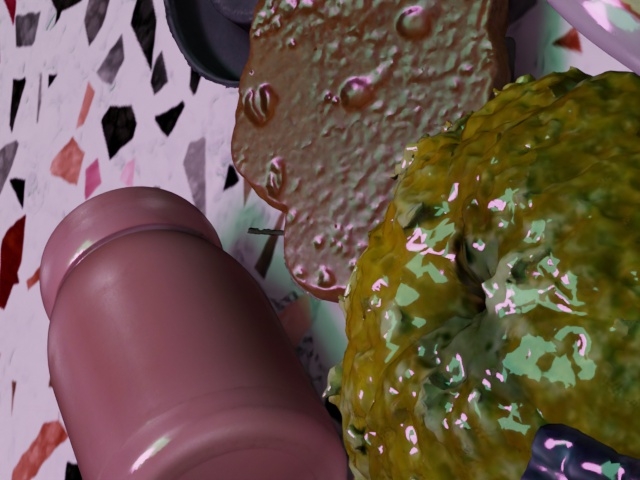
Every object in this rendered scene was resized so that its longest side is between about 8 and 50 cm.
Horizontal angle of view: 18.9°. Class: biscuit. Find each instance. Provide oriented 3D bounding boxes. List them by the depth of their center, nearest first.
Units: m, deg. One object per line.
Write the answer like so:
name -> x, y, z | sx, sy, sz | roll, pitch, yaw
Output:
biscuit -> 0.034, -0.100, 1.268 | 0.208, 0.041, 0.290 | -7, 72, 33

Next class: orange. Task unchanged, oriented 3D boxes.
orange -> 0.131, 0.047, 1.012 | 0.300, 0.223, 0.301 | -20, 61, 44

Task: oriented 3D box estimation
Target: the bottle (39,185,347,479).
bottle -> -0.108, 0.103, 1.375 | 0.297, 0.173, 0.206 | -121, 21, -45

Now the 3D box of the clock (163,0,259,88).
clock -> -0.010, -0.262, 1.453 | 0.319, 0.066, 0.318 | -24, 58, 47

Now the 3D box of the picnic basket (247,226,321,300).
picnic basket -> 0.000, 0.000, 1.328 | 0.065, 0.083, 0.083 | 18, 96, 50

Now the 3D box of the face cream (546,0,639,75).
face cream -> 0.229, -0.170, 0.969 | 0.187, 0.201, 0.201 | -59, 38, 21

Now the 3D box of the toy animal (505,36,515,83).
toy animal -> 0.088, -0.027, 1.255 | 0.217, 0.041, 0.075 | -62, 35, 11

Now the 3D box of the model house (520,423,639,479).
model house -> 0.189, 0.174, 0.790 | 0.261, 0.226, 0.241 | 24, 133, 47
